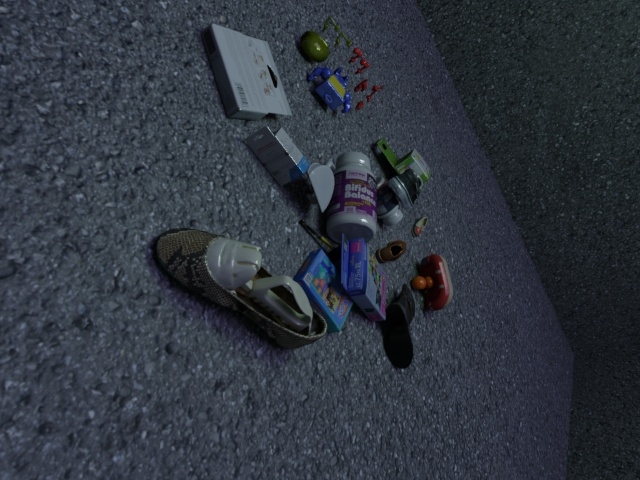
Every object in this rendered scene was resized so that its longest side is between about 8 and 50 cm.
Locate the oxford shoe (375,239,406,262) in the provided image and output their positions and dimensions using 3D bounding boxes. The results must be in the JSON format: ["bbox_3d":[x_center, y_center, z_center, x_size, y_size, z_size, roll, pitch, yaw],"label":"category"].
[{"bbox_3d":[0.299,0.039,1.797,0.212,0.076,0.076,-24,91,-55],"label":"oxford shoe"}]

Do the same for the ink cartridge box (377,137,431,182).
[{"bbox_3d":[0.368,-0.360,1.996,0.255,0.097,0.189,53,25,-7],"label":"ink cartridge box"}]

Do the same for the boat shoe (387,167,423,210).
[{"bbox_3d":[0.351,-0.201,1.793,0.121,0.119,0.335,59,11,8],"label":"boat shoe"}]

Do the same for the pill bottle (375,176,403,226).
[{"bbox_3d":[0.245,-0.149,1.791,0.180,0.107,0.108,53,40,-21],"label":"pill bottle"}]

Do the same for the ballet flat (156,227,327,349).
[{"bbox_3d":[-0.154,0.107,1.103,0.483,0.182,0.164,43,45,-30],"label":"ballet flat"}]

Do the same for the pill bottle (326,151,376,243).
[{"bbox_3d":[0.109,-0.150,1.569,0.169,0.169,0.302,31,51,-40],"label":"pill bottle"}]

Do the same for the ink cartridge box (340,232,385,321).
[{"bbox_3d":[0.146,0.124,1.504,0.311,0.065,0.186,49,38,-49],"label":"ink cartridge box"}]

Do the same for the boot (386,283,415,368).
[{"bbox_3d":[0.311,0.307,1.668,0.229,0.091,0.263,-20,106,-67],"label":"boot"}]

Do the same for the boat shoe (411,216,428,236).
[{"bbox_3d":[0.449,-0.063,2.060,0.049,0.043,0.137,59,39,-17],"label":"boat shoe"}]

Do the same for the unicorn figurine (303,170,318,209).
[{"bbox_3d":[-0.015,-0.182,1.517,0.162,0.060,0.111,-30,98,-53],"label":"unicorn figurine"}]

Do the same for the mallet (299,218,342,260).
[{"bbox_3d":[0.000,0.000,1.478,0.189,0.062,0.039,37,44,-16],"label":"mallet"}]

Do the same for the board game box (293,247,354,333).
[{"bbox_3d":[0.015,0.154,1.405,0.210,0.047,0.160,55,38,-18],"label":"board game box"}]

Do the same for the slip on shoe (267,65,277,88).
[{"bbox_3d":[-0.173,-0.541,1.512,0.135,0.051,0.041,62,-3,3],"label":"slip on shoe"}]

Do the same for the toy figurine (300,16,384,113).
[{"bbox_3d":[0.053,-0.609,1.716,0.362,0.191,0.217,46,47,-26],"label":"toy figurine"}]

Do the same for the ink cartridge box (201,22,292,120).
[{"bbox_3d":[-0.222,-0.508,1.416,0.238,0.060,0.275,-12,82,-54],"label":"ink cartridge box"}]

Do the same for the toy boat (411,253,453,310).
[{"bbox_3d":[0.446,0.176,1.889,0.151,0.151,0.231,-3,73,-21],"label":"toy boat"}]

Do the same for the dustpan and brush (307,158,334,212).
[{"bbox_3d":[0.010,-0.206,1.474,0.211,0.060,0.147,-54,136,-38],"label":"dustpan and brush"}]

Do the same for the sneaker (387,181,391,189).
[{"bbox_3d":[0.338,-0.227,1.982,0.169,0.068,0.071,-8,86,-53],"label":"sneaker"}]

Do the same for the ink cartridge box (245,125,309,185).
[{"bbox_3d":[-0.129,-0.265,1.377,0.180,0.104,0.060,52,40,-22],"label":"ink cartridge box"}]
